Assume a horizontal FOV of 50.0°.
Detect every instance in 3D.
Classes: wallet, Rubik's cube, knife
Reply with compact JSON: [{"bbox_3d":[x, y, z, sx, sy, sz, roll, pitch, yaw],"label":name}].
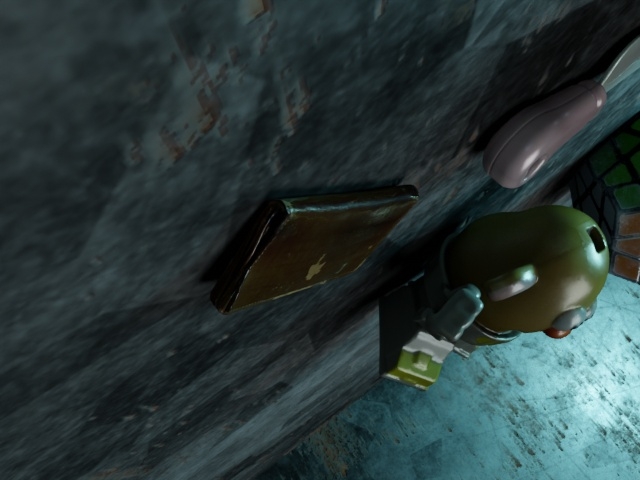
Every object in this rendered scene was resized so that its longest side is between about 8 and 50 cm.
[{"bbox_3d":[0.000,0.000,0.468,0.095,0.026,0.176,-53,160,27],"label":"wallet"},{"bbox_3d":[0.562,-0.064,1.103,0.319,0.319,0.264,-12,124,-58],"label":"Rubik's cube"},{"bbox_3d":[0.266,-0.156,0.633,0.336,0.043,0.081,-38,160,-25],"label":"knife"}]

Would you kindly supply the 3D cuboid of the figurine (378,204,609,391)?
[{"bbox_3d":[0.212,0.057,0.829,0.285,0.167,0.342,-41,-173,40],"label":"figurine"}]
